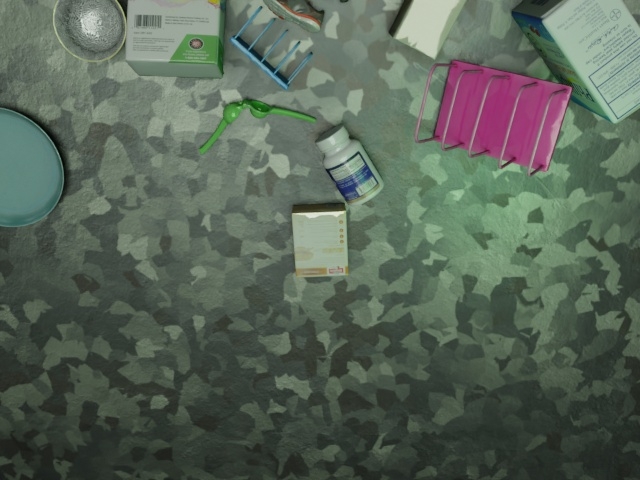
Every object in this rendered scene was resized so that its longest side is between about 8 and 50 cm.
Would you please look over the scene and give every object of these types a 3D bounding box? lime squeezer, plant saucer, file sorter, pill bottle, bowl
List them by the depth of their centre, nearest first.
[{"bbox_3d":[0.389,-0.282,1.509,0.290,0.182,0.202,21,114,25],"label":"file sorter"},{"bbox_3d":[-0.530,-0.512,1.543,0.170,0.080,0.170,0,113,0],"label":"bowl"},{"bbox_3d":[-0.111,-0.454,1.544,0.170,0.118,0.104,40,104,-14],"label":"file sorter"},{"bbox_3d":[-0.172,-0.300,1.639,0.310,0.059,0.110,-15,111,5],"label":"lime squeezer"},{"bbox_3d":[0.070,-0.191,1.651,0.112,0.112,0.187,-29,108,12],"label":"pill bottle"},{"bbox_3d":[-0.816,-0.190,1.696,0.317,0.044,0.318,0,112,1],"label":"plant saucer"}]

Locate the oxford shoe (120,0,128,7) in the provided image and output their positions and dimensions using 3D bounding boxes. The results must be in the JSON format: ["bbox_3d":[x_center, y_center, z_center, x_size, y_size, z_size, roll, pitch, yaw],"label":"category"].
[{"bbox_3d":[-0.463,-0.635,1.493,0.096,0.083,0.227,-25,111,6],"label":"oxford shoe"}]

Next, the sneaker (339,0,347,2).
[{"bbox_3d":[0.000,-0.603,1.510,0.178,0.072,0.077,24,121,-3],"label":"sneaker"}]

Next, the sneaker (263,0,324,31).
[{"bbox_3d":[-0.062,-0.553,1.546,0.157,0.061,0.065,27,83,-11],"label":"sneaker"}]

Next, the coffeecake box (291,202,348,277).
[{"bbox_3d":[0.000,0.000,1.751,0.142,0.068,0.186,-2,112,1],"label":"coffeecake box"}]

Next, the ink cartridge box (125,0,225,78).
[{"bbox_3d":[-0.317,-0.517,1.467,0.201,0.117,0.278,2,87,-1],"label":"ink cartridge box"}]

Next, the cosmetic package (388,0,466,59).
[{"bbox_3d":[0.275,-0.578,1.468,0.113,0.160,0.310,25,109,-8],"label":"cosmetic package"}]

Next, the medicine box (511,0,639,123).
[{"bbox_3d":[0.594,-0.437,1.464,0.149,0.263,0.289,-38,107,15],"label":"medicine box"}]
